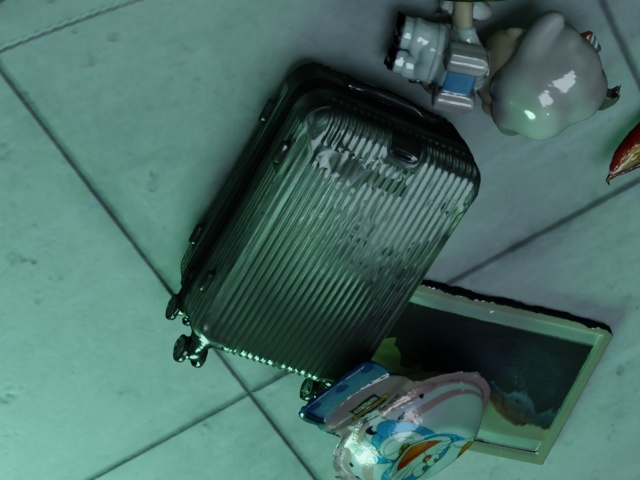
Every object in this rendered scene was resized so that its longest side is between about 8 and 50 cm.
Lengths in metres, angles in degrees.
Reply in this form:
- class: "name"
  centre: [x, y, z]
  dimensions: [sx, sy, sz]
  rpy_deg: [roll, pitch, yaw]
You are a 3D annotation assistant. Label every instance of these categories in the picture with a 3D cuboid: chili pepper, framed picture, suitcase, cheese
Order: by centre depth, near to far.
- class: "suitcase"
  centre: [0.000, 0.000, 1.380]
  dimensions: [0.202, 0.128, 0.312]
  rpy_deg: [21, 115, -24]
- class: "chili pepper"
  centre: [0.374, -0.149, 1.406]
  dimensions: [0.059, 0.050, 0.268]
  rpy_deg: [43, 108, -8]
- class: "cheese"
  centre: [0.076, 0.181, 1.477]
  dimensions: [0.189, 0.074, 0.286]
  rpy_deg: [-38, 147, 10]
- class: "framed picture"
  centre: [0.160, 0.142, 1.567]
  dimensions: [0.265, 0.018, 0.192]
  rpy_deg: [13, 117, -18]

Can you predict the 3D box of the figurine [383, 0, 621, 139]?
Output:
- class: "figurine"
  centre: [0.174, -0.154, 1.335]
  dimensions: [0.229, 0.112, 0.137]
  rpy_deg: [13, 124, -7]
